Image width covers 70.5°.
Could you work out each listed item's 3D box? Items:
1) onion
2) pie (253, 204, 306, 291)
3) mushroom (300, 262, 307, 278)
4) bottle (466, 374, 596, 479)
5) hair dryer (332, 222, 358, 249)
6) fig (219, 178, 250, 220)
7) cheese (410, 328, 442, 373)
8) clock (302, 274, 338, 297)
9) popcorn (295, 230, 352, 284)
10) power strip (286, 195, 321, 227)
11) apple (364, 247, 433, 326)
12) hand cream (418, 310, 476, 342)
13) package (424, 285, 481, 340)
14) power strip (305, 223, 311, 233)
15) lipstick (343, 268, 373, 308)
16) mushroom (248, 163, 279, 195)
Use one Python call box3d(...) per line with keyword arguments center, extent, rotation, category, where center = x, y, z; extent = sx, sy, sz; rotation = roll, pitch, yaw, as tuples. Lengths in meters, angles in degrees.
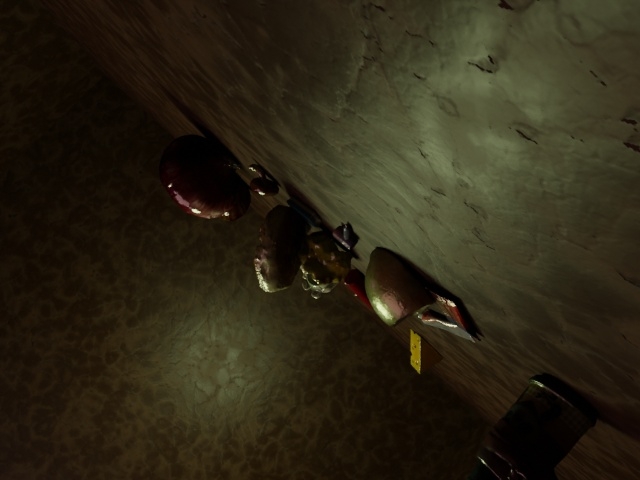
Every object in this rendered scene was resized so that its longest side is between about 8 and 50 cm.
box3d(center=(-0.439, -0.265, 1.754), extent=(0.347, 0.286, 0.347), rotation=(44, -146, -39), category="onion")
box3d(center=(-0.118, 0.024, 1.504), extent=(0.093, 0.314, 0.315), rotation=(12, 164, 18), category="pie")
box3d(center=(-0.087, 0.066, 2.080), extent=(0.093, 0.116, 0.224), rotation=(-42, 65, 51), category="mushroom")
box3d(center=(0.392, 0.399, 0.861), extent=(0.143, 0.271, 0.156), rotation=(39, 173, 25), category="bottle")
box3d(center=(0.063, -0.022, 1.160), extent=(0.063, 0.037, 0.114), rotation=(42, 167, 17), category="hair dryer")
box3d(center=(-0.452, -0.248, 2.181), extent=(0.217, 0.217, 0.320), rotation=(40, 155, 23), category="fig")
box3d(center=(0.451, 0.483, 2.036), extent=(0.171, 0.126, 0.093), rotation=(65, 172, -21), category="cheese")
box3d(center=(0.008, 0.156, 1.986), extent=(0.152, 0.191, 0.062), rotation=(37, 172, 40), category="clock")
box3d(center=(0.014, 0.063, 1.506), extent=(0.198, 0.155, 0.197), rotation=(39, -173, -5), category="popcorn")
box3d(center=(-0.051, -0.090, 1.391), extent=(0.123, 0.032, 0.056), rotation=(38, 172, 36), category="power strip")
box3d(center=(0.167, 0.118, 1.111), extent=(0.193, 0.120, 0.265), rotation=(52, 174, 13), category="apple")
box3d(center=(0.324, 0.219, 1.196), extent=(0.053, 0.038, 0.216), rotation=(19, 176, -21), category="hand cream")
box3d(center=(0.296, 0.163, 1.003), extent=(0.083, 0.022, 0.200), rotation=(37, 173, 46), category="package")
box3d(center=(-0.111, -0.071, 1.806), extent=(0.078, 0.052, 0.272), rotation=(44, 174, -21), category="power strip")
box3d(center=(0.174, 0.203, 1.841), extent=(0.073, 0.073, 0.279), rotation=(38, 173, 38), category="lipstick")
box3d(center=(-0.194, -0.187, 1.443), extent=(0.129, 0.073, 0.088), rotation=(48, -158, -29), category="mushroom")
